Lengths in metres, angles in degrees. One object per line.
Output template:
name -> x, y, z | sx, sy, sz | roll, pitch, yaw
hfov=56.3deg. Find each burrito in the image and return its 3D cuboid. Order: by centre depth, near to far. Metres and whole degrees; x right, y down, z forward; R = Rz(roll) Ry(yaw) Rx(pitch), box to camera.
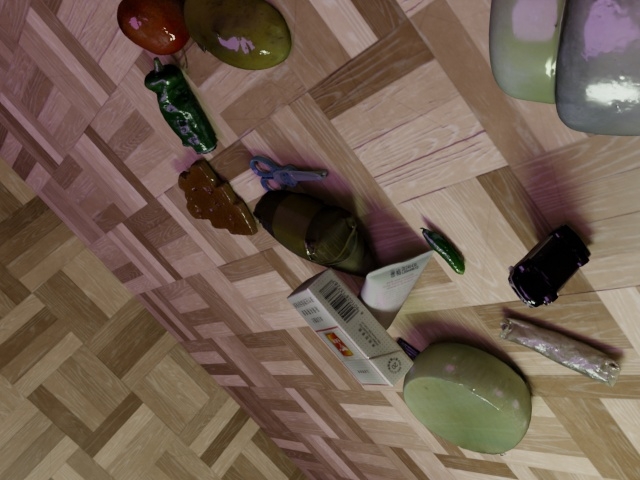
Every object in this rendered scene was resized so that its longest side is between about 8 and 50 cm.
burrito -> 0.545, 0.251, 1.378 | 0.275, 0.059, 0.082 | 21, 136, 28

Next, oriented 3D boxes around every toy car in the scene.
toy car -> 0.417, 0.057, 1.137 | 0.089, 0.210, 0.108 | 53, 147, 3

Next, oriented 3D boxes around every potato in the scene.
potato -> -0.197, -0.440, 1.279 | 0.272, 0.111, 0.160 | 28, 144, 19

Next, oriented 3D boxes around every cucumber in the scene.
cucumber -> 0.287, 0.019, 1.389 | 0.155, 0.037, 0.037 | 45, 148, -9

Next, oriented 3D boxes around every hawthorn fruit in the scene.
hawthorn fruit -> -0.356, -0.487, 1.365 | 0.203, 0.162, 0.163 | 38, 152, -28

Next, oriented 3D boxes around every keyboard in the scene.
keyboard -> 0.312, 0.368, 1.805 | 0.204, 0.013, 0.061 | 35, 147, 10

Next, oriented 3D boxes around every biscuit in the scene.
biscuit -> -0.315, -0.111, 1.859 | 0.301, 0.043, 0.278 | 37, 146, 3

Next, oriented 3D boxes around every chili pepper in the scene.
chili pepper -> -0.376, -0.360, 1.579 | 0.136, 0.099, 0.270 | 44, 165, 47

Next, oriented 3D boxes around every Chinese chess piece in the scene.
Chinese chess piece -> 0.401, 0.431, 1.647 | 0.349, 0.146, 0.349 | 23, 143, 19

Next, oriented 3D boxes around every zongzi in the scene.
zongzi -> 0.000, 0.000, 1.598 | 0.289, 0.154, 0.317 | 28, 168, 41

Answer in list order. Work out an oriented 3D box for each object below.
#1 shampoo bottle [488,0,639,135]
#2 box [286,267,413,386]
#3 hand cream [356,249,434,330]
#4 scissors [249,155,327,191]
shampoo bottle -> 0.371, -0.280, 0.675 | 0.318, 0.322, 0.322 | 11, 138, 25
box -> 0.072, 0.235, 1.580 | 0.330, 0.095, 0.210 | 48, 159, -3
hand cream -> 0.165, 0.134, 1.557 | 0.358, 0.186, 0.118 | 106, 144, -58
scissors -> -0.080, -0.167, 1.556 | 0.256, 0.030, 0.125 | 7, 137, 44
